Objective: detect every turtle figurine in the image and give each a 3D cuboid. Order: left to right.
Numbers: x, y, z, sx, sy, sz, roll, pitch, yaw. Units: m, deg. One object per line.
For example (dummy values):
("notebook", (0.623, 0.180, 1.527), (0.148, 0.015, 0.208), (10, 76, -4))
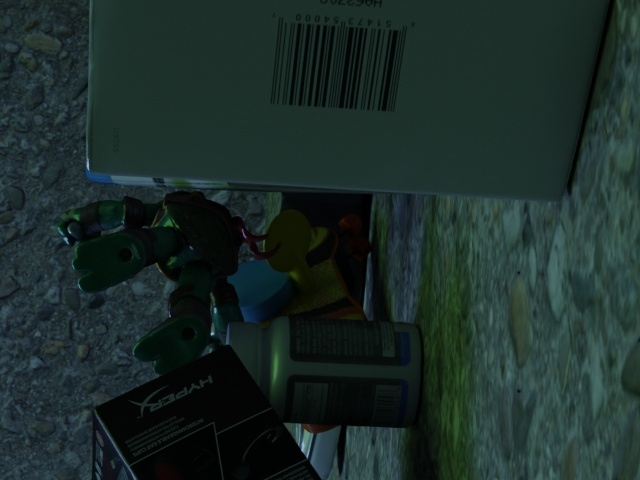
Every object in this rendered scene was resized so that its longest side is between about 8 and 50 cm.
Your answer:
("turtle figurine", (-0.116, 0.015, 1.248), (0.118, 0.175, 0.234), (-54, 4, 13))

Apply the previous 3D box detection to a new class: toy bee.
("toy bee", (-0.015, 0.037, 1.420), (0.298, 0.162, 0.195), (51, 166, 34))

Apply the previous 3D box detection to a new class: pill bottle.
("pill bottle", (0.000, 0.094, 1.176), (0.078, 0.137, 0.078), (-176, 90, -85))

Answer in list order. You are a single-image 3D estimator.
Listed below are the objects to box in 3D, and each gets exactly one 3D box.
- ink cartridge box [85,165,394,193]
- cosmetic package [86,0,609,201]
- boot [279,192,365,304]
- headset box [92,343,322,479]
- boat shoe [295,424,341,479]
("ink cartridge box", (-0.064, -0.183, 1.348), (0.395, 0.166, 0.285), (-172, 85, -67))
("cosmetic package", (0.005, -0.139, 0.798), (0.224, 0.224, 0.138), (-93, 9, -53))
("boot", (0.000, 0.000, 1.565), (0.115, 0.112, 0.305), (-51, -27, -71))
("headset box", (-0.038, 0.253, 1.086), (0.293, 0.110, 0.218), (53, 154, 25))
("boat shoe", (-0.019, 0.106, 1.648), (0.096, 0.088, 0.267), (138, 136, -82))
